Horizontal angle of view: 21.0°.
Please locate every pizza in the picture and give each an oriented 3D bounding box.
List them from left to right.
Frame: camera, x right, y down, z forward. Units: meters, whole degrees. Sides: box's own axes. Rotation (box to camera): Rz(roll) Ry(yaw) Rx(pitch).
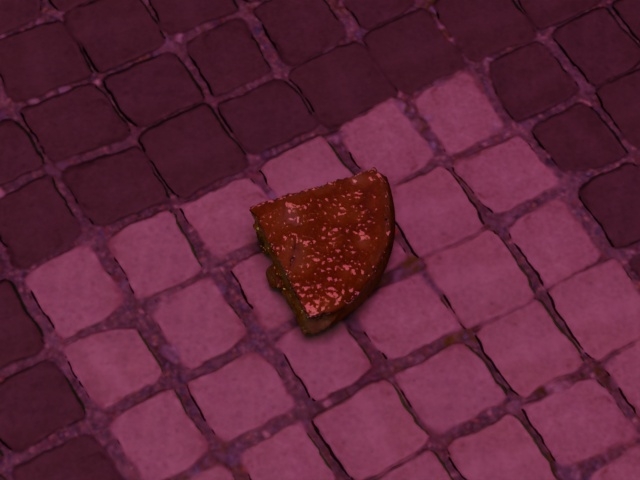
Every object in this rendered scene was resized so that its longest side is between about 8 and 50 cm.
[{"bbox_3d":[0.000,0.000,1.584,0.134,0.046,0.175,29,62,13],"label":"pizza"}]
